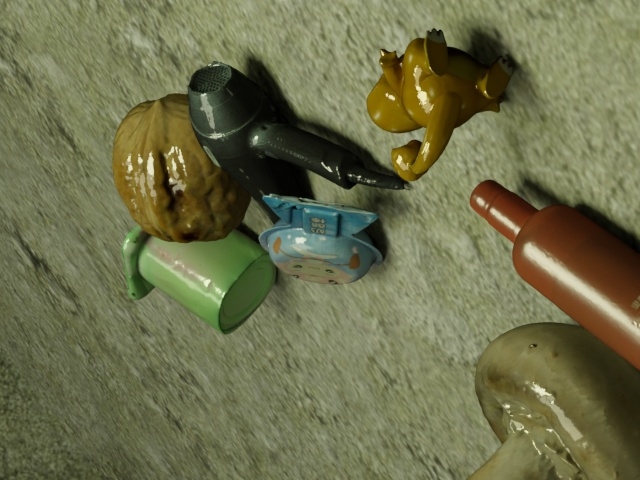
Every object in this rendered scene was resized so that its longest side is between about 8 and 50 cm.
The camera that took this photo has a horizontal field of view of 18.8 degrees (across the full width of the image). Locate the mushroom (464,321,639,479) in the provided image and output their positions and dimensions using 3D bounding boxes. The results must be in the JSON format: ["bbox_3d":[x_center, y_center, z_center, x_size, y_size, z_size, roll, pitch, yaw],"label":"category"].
[{"bbox_3d":[0.206,0.189,1.786,0.207,0.215,0.207,45,165,15],"label":"mushroom"}]

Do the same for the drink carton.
[{"bbox_3d":[-0.138,0.028,2.338,0.142,0.144,0.146,32,152,21],"label":"drink carton"}]

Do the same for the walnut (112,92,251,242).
[{"bbox_3d":[-0.156,-0.084,2.162,0.155,0.155,0.184,32,152,40],"label":"walnut"}]

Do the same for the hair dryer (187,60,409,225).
[{"bbox_3d":[-0.012,-0.068,2.013,0.271,0.091,0.235,24,154,43],"label":"hair dryer"}]

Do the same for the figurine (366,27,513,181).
[{"bbox_3d":[0.087,-0.111,1.688,0.121,0.122,0.176,18,175,-17],"label":"figurine"}]

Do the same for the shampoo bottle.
[{"bbox_3d":[0.225,0.023,1.674,0.244,0.085,0.085,40,155,33],"label":"shampoo bottle"}]

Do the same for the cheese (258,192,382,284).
[{"bbox_3d":[0.000,0.000,2.040,0.135,0.052,0.245,8,163,2],"label":"cheese"}]
